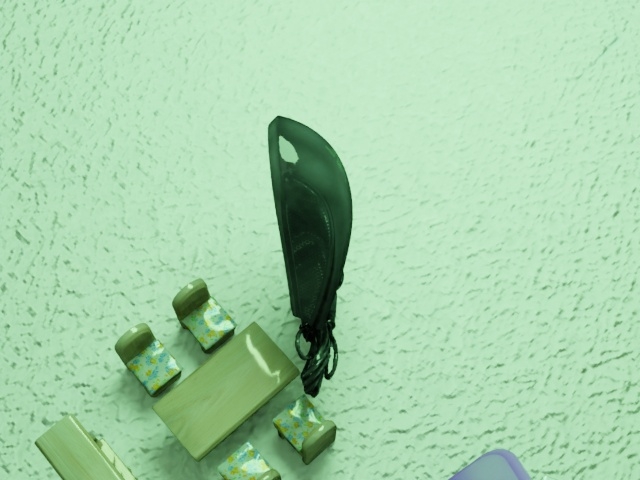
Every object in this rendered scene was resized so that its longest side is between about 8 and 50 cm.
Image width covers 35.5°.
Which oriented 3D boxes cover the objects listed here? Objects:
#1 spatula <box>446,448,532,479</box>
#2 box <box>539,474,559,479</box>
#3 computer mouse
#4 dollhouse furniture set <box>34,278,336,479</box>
[{"bbox_3d":[0.069,0.289,1.007,0.296,0.030,0.084,-22,26,-2],"label":"spatula"},{"bbox_3d":[0.221,0.345,0.955,0.103,0.114,0.203,21,70,9],"label":"box"},{"bbox_3d":[0.000,0.000,0.991,0.072,0.272,0.188,-6,33,3],"label":"computer mouse"},{"bbox_3d":[-0.136,0.177,0.995,0.242,0.161,0.212,-40,73,-15],"label":"dollhouse furniture set"}]
